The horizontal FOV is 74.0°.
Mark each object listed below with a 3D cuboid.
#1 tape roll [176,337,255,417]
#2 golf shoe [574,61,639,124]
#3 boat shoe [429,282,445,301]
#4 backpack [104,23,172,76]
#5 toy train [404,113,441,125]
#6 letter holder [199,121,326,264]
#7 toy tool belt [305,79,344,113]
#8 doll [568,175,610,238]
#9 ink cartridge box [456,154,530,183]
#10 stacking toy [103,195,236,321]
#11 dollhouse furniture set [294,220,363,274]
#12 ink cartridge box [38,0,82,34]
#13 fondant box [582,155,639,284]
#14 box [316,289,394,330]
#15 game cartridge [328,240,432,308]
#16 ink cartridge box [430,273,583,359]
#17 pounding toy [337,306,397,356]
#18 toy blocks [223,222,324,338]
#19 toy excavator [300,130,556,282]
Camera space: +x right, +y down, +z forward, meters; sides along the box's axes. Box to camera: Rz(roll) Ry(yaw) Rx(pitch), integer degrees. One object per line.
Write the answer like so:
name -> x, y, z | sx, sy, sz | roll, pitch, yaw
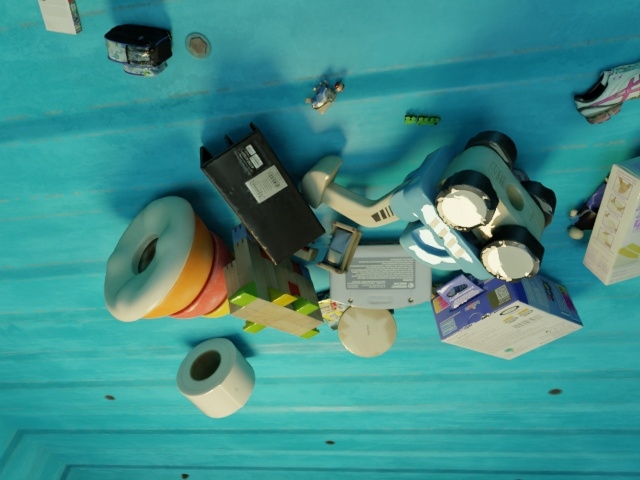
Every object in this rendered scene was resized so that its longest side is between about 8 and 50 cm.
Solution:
tape roll -> -0.392, 0.514, 1.604 | 0.247, 0.246, 0.169 | -13, 129, 17
golf shoe -> 0.619, -0.323, 0.864 | 0.086, 0.067, 0.186 | 34, 127, -22
boat shoe -> 0.377, 0.162, 1.338 | 0.170, 0.062, 0.059 | 22, 128, -26
backpack -> -0.375, -0.389, 0.872 | 0.115, 0.104, 0.084 | 11, 132, -1
toy train -> 0.234, -0.277, 0.977 | 0.084, 0.017, 0.023 | 4, 142, 1
letter holder -> -0.148, -0.129, 1.058 | 0.152, 0.214, 0.301 | -34, 120, 0
toy tool belt -> 0.008, -0.323, 0.933 | 0.051, 0.052, 0.083 | 26, 129, -28
doll -> 0.714, -0.073, 1.098 | 0.129, 0.046, 0.188 | 14, 132, -6
ink cartridge box -> 0.384, -0.113, 1.061 | 0.218, 0.092, 0.158 | 11, 132, -7
stacking toy -> -0.328, 0.120, 1.241 | 0.351, 0.350, 0.480 | -28, 139, 27
dollhouse furniture set -> 0.000, 0.000, 1.161 | 0.184, 0.129, 0.129 | 21, 92, 14
ink cartridge box -> -0.530, -0.481, 0.853 | 0.063, 0.029, 0.115 | 8, 131, -1
fondant box -> 0.811, -0.060, 1.031 | 0.239, 0.096, 0.330 | -16, 130, -2
box -> 0.107, 0.213, 1.416 | 0.233, 0.044, 0.159 | -20, 127, 22
game cartridge -> 0.173, 0.102, 1.245 | 0.298, 0.062, 0.197 | -1, 106, 6
ink cartridge box -> 0.519, 0.204, 1.240 | 0.396, 0.151, 0.270 | 19, 135, -31
pounding toy -> 0.158, 0.243, 1.358 | 0.183, 0.110, 0.236 | 21, 102, 1
toy blocks -> -0.137, 0.109, 1.206 | 0.191, 0.260, 0.381 | -32, 143, 21
toy excavator -> 0.209, -0.071, 0.958 | 0.433, 0.222, 0.445 | 47, 140, -11
